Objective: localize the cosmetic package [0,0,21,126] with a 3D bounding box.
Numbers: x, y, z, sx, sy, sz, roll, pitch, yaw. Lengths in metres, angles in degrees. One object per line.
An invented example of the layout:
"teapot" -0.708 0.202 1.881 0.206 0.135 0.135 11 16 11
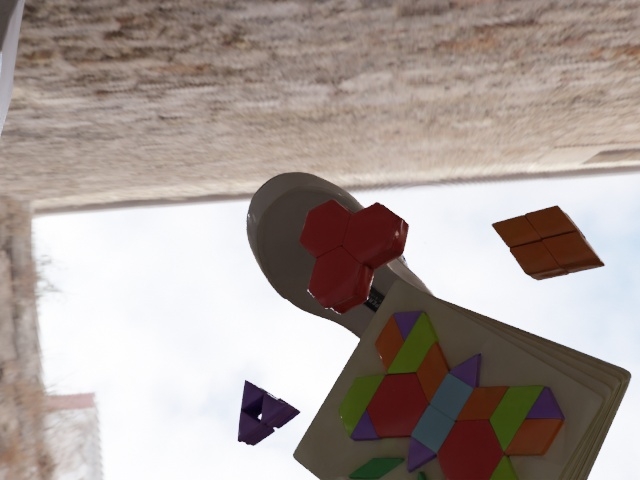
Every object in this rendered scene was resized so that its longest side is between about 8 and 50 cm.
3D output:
"cosmetic package" -0.406 -0.186 1.289 0.156 0.385 0.217 9 -62 -14

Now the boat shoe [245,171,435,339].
"boat shoe" 0.000 0.000 1.305 0.127 0.340 0.158 -40 -130 2

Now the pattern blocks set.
"pattern blocks set" 0.076 0.108 0.719 0.325 0.026 0.285 10 -104 40
